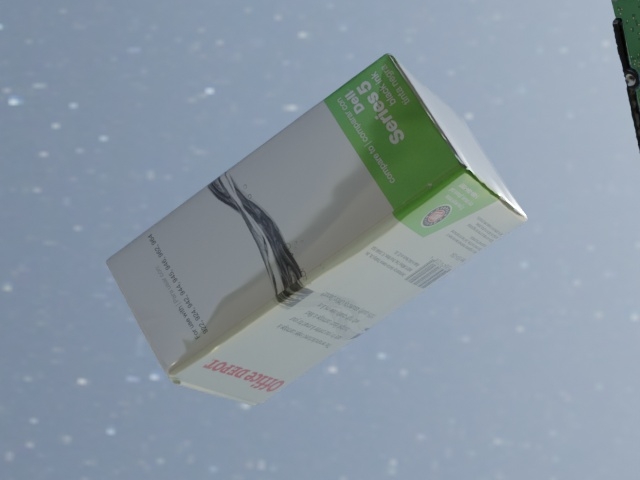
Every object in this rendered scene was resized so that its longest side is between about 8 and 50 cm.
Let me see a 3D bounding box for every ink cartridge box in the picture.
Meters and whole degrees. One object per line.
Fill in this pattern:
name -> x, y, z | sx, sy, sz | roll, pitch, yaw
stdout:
ink cartridge box -> 0.000, 0.000, 1.479 | 0.115, 0.273, 0.198 | 59, -169, 20

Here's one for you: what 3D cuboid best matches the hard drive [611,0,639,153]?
hard drive -> 0.359, -0.069, 1.505 | 0.064, 0.237, 0.339 | -25, -74, -37
